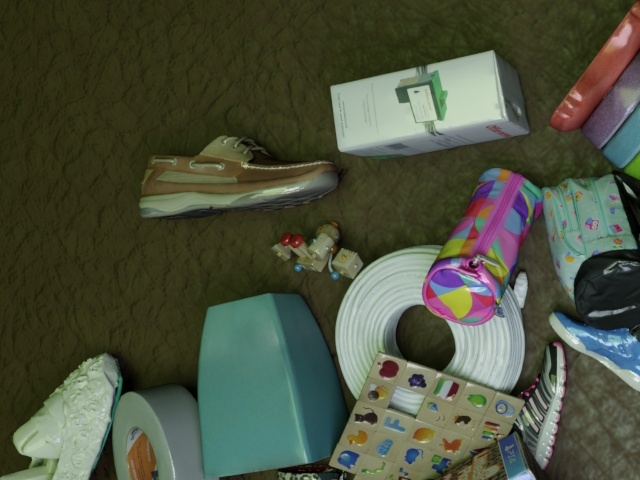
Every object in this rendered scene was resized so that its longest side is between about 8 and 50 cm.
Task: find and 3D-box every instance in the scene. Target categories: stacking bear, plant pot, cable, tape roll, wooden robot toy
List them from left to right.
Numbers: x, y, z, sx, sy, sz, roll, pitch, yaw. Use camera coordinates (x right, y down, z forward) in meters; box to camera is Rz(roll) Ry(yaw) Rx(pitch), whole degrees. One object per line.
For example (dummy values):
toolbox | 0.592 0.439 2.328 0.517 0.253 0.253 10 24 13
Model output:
tape roll | -0.233 0.325 1.369 0.219 0.072 0.219 12 105 53
plant pot | -0.075 0.198 1.311 0.165 0.165 0.234 -15 80 23
wooden robot toy | 0.000 0.000 1.318 0.173 0.076 0.079 9 56 53
cable | 0.146 0.135 1.248 0.257 0.089 0.257 1 91 24
stacking bear | 0.436 -0.123 1.085 0.289 0.164 0.175 37 94 8

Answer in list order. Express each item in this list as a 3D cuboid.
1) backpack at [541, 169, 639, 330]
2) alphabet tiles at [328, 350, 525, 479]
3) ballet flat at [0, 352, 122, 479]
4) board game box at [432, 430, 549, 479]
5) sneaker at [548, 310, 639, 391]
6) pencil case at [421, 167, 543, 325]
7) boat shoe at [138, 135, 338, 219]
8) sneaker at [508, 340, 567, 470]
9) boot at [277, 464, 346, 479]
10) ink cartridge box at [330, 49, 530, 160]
backpack | 0.334 0.000 1.117 0.115 0.152 0.182 -5 51 2
alphabet tiles | 0.129 0.268 1.215 0.198 0.009 0.237 19 118 -4
ballet flat | -0.434 0.366 1.462 0.147 0.147 0.409 25 100 22
board game box | 0.187 0.422 1.144 0.291 0.141 0.232 -32 93 9
sneaker | 0.370 0.115 1.164 0.152 0.058 0.084 36 110 15
pencil case | 0.205 0.004 1.144 0.104 0.236 0.104 15 131 17
boat shoe | -0.131 -0.100 1.355 0.324 0.123 0.116 -5 86 22
sneaker | 0.277 0.211 1.204 0.075 0.063 0.170 11 100 17
boot | 0.039 0.413 1.301 0.236 0.085 0.178 -3 86 22
ink cartridge box | 0.147 -0.170 1.209 0.219 0.160 0.092 -9 87 23
